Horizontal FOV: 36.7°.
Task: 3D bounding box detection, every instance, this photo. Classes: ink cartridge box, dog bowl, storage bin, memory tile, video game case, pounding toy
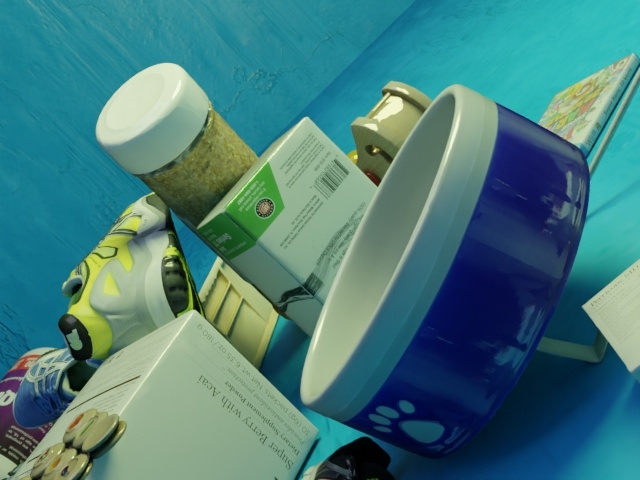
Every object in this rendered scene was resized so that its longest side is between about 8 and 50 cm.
[{"bbox_3d":[0.000,0.000,1.023,0.153,0.208,0.087,-51,11,-28],"label":"ink cartridge box"},{"bbox_3d":[0.087,0.023,0.724,0.265,0.104,0.264,-155,90,-85],"label":"dog bowl"},{"bbox_3d":[-0.199,0.167,1.301,0.262,0.123,0.260,-40,14,23],"label":"storage bin"},{"bbox_3d":[-0.214,0.188,0.739,0.148,0.012,0.113,-48,18,-21],"label":"memory tile"},{"bbox_3d":[0.264,-0.125,1.026,0.119,0.015,0.166,-26,23,54],"label":"video game case"},{"bbox_3d":[0.076,-0.077,1.144,0.155,0.154,0.269,-49,13,-21],"label":"pounding toy"}]

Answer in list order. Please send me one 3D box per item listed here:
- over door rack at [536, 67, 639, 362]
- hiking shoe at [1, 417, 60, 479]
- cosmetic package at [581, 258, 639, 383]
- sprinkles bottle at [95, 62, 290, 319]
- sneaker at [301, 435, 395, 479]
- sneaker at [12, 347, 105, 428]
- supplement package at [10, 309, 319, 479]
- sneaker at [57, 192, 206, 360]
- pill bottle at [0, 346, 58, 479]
[{"bbox_3d":[0.269,-0.076,0.701,0.324,0.108,0.239,-55,8,21],"label":"over door rack"},{"bbox_3d":[-0.327,0.305,1.374,0.132,0.113,0.304,-12,21,16],"label":"hiking shoe"},{"bbox_3d":[0.267,-0.003,0.533,0.239,0.060,0.099,-42,15,12],"label":"cosmetic package"},{"bbox_3d":[-0.101,-0.045,1.121,0.121,0.355,0.121,-22,44,23],"label":"sprinkles bottle"},{"bbox_3d":[0.019,0.192,0.680,0.075,0.063,0.170,-47,7,16],"label":"sneaker"},{"bbox_3d":[-0.319,0.175,1.197,0.211,0.080,0.081,-40,11,25],"label":"sneaker"},{"bbox_3d":[-0.166,0.239,0.844,0.175,0.177,0.293,-29,21,44],"label":"supplement package"},{"bbox_3d":[-0.229,0.036,1.134,0.147,0.145,0.385,-20,10,-6],"label":"sneaker"},{"bbox_3d":[-0.479,0.331,1.523,0.181,0.181,0.323,-35,16,37],"label":"pill bottle"}]
